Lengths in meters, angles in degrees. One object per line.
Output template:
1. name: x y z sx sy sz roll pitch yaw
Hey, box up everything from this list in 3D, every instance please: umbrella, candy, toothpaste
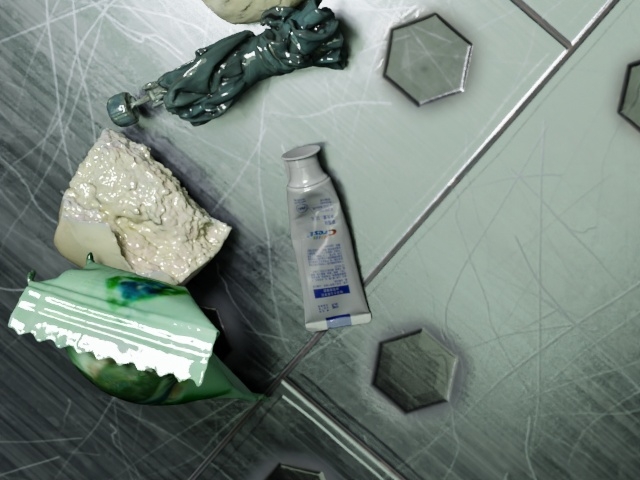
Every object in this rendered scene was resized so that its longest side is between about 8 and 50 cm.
1. umbrella: -0.128 -0.223 1.771 0.349 0.143 0.094 -20 57 11
2. candy: -0.224 0.156 1.754 0.263 0.398 0.172 18 71 14
3. toothpaste: 0.000 0.000 1.842 0.096 0.061 0.266 -10 106 10

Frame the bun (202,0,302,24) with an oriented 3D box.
1. bun: -0.093 -0.401 1.735 0.231 0.133 0.231 1 100 7

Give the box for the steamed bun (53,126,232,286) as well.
1. steamed bun: -0.253 -0.020 1.816 0.225 0.170 0.200 31 100 0
